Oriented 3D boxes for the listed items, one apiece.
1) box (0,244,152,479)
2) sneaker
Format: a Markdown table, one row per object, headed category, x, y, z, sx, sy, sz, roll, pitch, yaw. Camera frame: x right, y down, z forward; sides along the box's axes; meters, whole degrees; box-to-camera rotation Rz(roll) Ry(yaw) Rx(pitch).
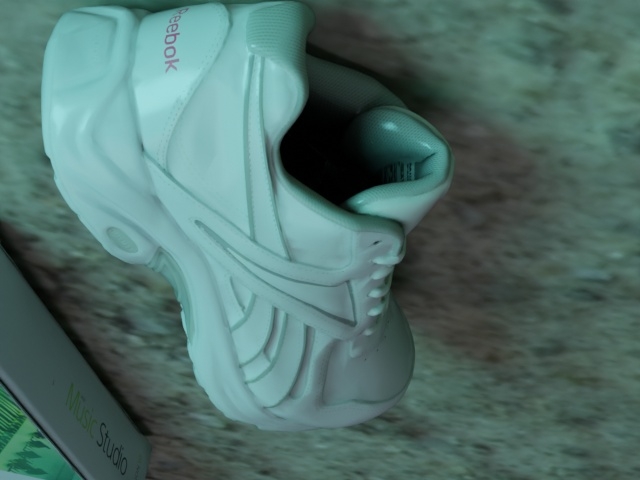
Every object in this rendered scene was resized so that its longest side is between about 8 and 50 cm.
| category | x | y | z | sx | sy | sz | roll | pitch | yaw |
| --- | --- | --- | --- | --- | --- | --- | --- | --- | --- |
| box | -0.269 | 0.067 | 0.842 | 0.322 | 0.058 | 0.232 | 0 | 149 | 16 |
| sneaker | 0.000 | 0.000 | 0.618 | 0.115 | 0.090 | 0.232 | -8 | 147 | 23 |
